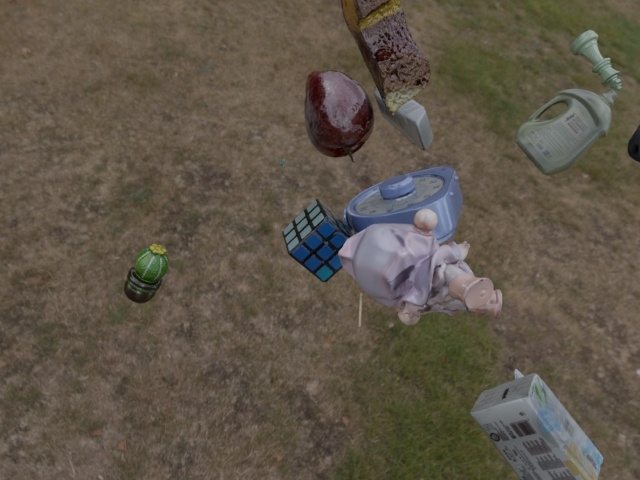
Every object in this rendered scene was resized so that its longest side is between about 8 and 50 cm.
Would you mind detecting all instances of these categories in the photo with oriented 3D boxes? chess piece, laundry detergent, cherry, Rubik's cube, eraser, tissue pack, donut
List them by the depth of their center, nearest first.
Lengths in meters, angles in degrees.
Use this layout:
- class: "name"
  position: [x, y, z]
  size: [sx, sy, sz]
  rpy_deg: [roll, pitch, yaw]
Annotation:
- class: "donut"
  position: [0.116, -0.400, 0.921]
  size: [0.112, 0.294, 0.151]
  rpy_deg: [-21, 29, 3]
- class: "tissue pack"
  position: [0.477, 0.411, 1.081]
  size: [0.229, 0.159, 0.145]
  rpy_deg: [52, 43, 3]
- class: "chess piece"
  position: [0.617, -0.389, 1.085]
  size: [0.059, 0.059, 0.149]
  rpy_deg: [-16, 72, -28]
- class: "eraser"
  position: [0.218, -0.344, 1.314]
  size: [0.061, 0.089, 0.352]
  rpy_deg: [-28, 34, 2]
- class: "laundry detergent"
  position: [0.667, -0.306, 1.315]
  size: [0.181, 0.253, 0.091]
  rpy_deg: [56, 27, 14]
- class: "cherry"
  position: [0.048, -0.378, 1.464]
  size: [0.203, 0.230, 0.300]
  rpy_deg: [-23, 85, -7]
- class: "Rubik's cube"
  position: [0.000, 0.000, 1.483]
  size: [0.160, 0.162, 0.163]
  rpy_deg: [42, 10, -26]

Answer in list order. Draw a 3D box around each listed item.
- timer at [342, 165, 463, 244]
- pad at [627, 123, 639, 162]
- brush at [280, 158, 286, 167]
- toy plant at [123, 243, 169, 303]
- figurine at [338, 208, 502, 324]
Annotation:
- class: "timer"
  position: [0.247, -0.109, 1.560]
  size: [0.395, 0.173, 0.395]
  rpy_deg: [-18, 21, 7]
- class: "pad"
  position: [0.968, -0.266, 1.127]
  size: [0.376, 0.314, 0.063]
  rpy_deg: [30, 34, 17]
- class: "brush"
  position: [-0.082, -0.169, 1.075]
  size: [0.013, 0.016, 0.083]
  rpy_deg: [3, 13, -4]
- class: "toy plant"
  position: [-0.454, 0.083, 1.291]
  size: [0.093, 0.162, 0.092]
  rpy_deg: [26, 22, -11]
- class: "figurine"
  position: [0.153, 0.051, 0.780]
  size: [0.133, 0.200, 0.276]
  rpy_deg: [-6, 18, -39]
